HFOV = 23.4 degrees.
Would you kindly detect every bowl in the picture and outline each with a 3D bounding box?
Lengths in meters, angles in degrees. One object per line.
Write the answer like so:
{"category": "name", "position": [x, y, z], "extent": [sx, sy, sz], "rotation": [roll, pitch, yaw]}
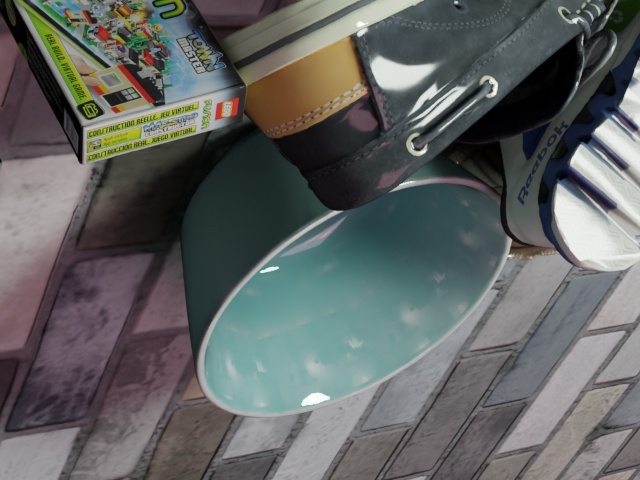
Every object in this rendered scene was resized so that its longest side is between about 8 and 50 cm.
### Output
{"category": "bowl", "position": [0.000, 0.000, 1.384], "extent": [0.311, 0.163, 0.311], "rotation": [-21, 147, -15]}

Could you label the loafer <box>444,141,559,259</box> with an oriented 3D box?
{"category": "loafer", "position": [0.248, -0.028, 1.582], "extent": [0.366, 0.134, 0.130], "rotation": [-8, 141, -33]}

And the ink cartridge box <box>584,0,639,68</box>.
{"category": "ink cartridge box", "position": [0.190, -0.137, 1.420], "extent": [0.255, 0.097, 0.189], "rotation": [-23, 147, -15]}

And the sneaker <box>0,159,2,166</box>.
{"category": "sneaker", "position": [-0.294, -0.059, 1.172], "extent": [0.069, 0.038, 0.098], "rotation": [-38, 147, 8]}

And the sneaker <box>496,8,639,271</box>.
{"category": "sneaker", "position": [0.240, -0.112, 1.297], "extent": [0.127, 0.182, 0.315], "rotation": [43, 72, -20]}

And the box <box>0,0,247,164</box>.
{"category": "box", "position": [-0.144, -0.146, 1.020], "extent": [0.114, 0.207, 0.036], "rotation": [-18, 146, -23]}

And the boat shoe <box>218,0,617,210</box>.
{"category": "boat shoe", "position": [0.127, -0.157, 1.167], "extent": [0.187, 0.156, 0.500], "rotation": [-21, -173, 44]}
